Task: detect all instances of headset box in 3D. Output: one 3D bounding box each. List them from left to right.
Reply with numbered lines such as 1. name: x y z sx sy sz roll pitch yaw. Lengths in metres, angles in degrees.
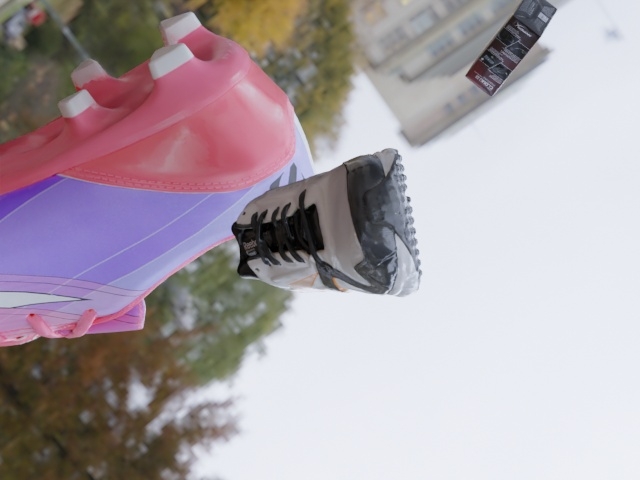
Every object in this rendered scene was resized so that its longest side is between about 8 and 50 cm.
1. headset box: 0.162 -0.167 1.262 0.083 0.032 0.062 -51 -178 39

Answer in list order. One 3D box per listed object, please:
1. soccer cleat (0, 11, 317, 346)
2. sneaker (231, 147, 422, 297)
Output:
1. soccer cleat: -0.117 0.010 0.522 0.248 0.095 0.083 -26 -160 13
2. sneaker: 0.000 0.000 0.415 0.044 0.040 0.109 -6 173 -11
